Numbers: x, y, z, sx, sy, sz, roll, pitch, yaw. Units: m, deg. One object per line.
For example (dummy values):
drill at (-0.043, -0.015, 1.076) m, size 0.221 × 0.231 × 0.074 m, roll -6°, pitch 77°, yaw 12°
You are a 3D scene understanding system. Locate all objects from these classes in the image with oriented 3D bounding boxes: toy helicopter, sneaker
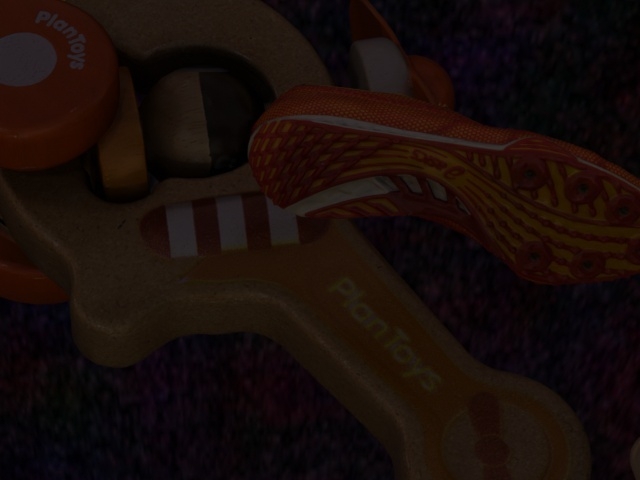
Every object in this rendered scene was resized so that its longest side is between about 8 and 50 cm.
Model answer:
toy helicopter at (0.000, 0.000, 0.896) m, size 0.235 × 0.140 × 0.355 m, roll -32°, pitch 63°, yaw -24°
sneaker at (0.059, -0.031, 0.798) m, size 0.175 × 0.064 × 0.067 m, roll 18°, pitch 31°, yaw 4°

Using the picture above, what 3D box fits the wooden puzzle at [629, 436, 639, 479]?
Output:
wooden puzzle at (0.288, 0.227, 1.272) m, size 0.044 × 0.239 × 0.221 m, roll -19°, pitch 89°, yaw -19°
